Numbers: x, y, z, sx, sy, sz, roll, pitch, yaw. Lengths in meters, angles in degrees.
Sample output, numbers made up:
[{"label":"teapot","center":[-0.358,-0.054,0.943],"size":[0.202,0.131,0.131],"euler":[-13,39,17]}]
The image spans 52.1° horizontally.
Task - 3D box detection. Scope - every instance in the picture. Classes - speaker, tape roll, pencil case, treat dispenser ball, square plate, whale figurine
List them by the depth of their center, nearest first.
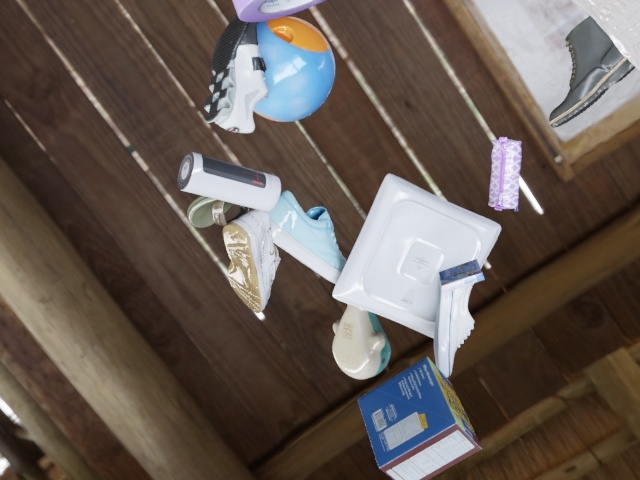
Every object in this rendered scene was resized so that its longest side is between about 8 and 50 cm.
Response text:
[{"label":"speaker","center":[-0.124,-0.079,0.906],"size":[0.055,0.136,0.055],"euler":[-28,-124,50]},{"label":"tape roll","center":[-0.051,-0.536,1.317],"size":[0.275,0.090,0.275],"euler":[-20,-172,3]},{"label":"square plate","center":[0.253,0.054,1.660],"size":[0.344,0.347,0.049],"euler":[-66,-166,5]},{"label":"treat dispenser ball","center":[-0.102,-0.478,1.834],"size":[0.288,0.288,0.288],"euler":[-35,-170,7]},{"label":"pencil case","center":[0.515,-0.184,1.837],"size":[0.086,0.206,0.088],"euler":[6,-171,39]},{"label":"whale figurine","center":[0.130,0.265,1.919],"size":[0.141,0.272,0.216],"euler":[-6,-171,-38]}]

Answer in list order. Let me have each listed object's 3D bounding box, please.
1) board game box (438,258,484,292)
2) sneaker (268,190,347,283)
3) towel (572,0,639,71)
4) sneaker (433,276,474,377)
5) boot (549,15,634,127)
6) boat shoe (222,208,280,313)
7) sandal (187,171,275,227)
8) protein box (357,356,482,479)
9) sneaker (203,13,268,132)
[{"label":"board game box","center":[0.304,0.076,1.420],"size":[0.090,0.020,0.090],"euler":[-21,-166,11]},{"label":"sneaker","center":[0.000,0.000,1.698],"size":[0.150,0.366,0.135],"euler":[-55,-138,-2]},{"label":"towel","center":[0.397,-0.293,0.764],"size":[0.049,0.187,0.282],"euler":[-41,176,-1]},{"label":"sneaker","center":[0.329,0.213,1.602],"size":[0.091,0.258,0.094],"euler":[3,-171,2]},{"label":"boot","center":[0.489,-0.325,1.253],"size":[0.198,0.137,0.077],"euler":[-44,169,32]},{"label":"boat shoe","center":[-0.118,0.042,1.262],"size":[0.096,0.098,0.277],"euler":[-42,157,-28]},{"label":"sandal","center":[-0.218,-0.081,1.575],"size":[0.120,0.086,0.303],"euler":[-9,170,-45]},{"label":"protein box","center":[0.223,0.420,1.509],"size":[0.201,0.136,0.200],"euler":[-34,-144,11]},{"label":"sneaker","center":[-0.196,-0.428,1.679],"size":[0.122,0.146,0.330],"euler":[-3,-108,49]}]
